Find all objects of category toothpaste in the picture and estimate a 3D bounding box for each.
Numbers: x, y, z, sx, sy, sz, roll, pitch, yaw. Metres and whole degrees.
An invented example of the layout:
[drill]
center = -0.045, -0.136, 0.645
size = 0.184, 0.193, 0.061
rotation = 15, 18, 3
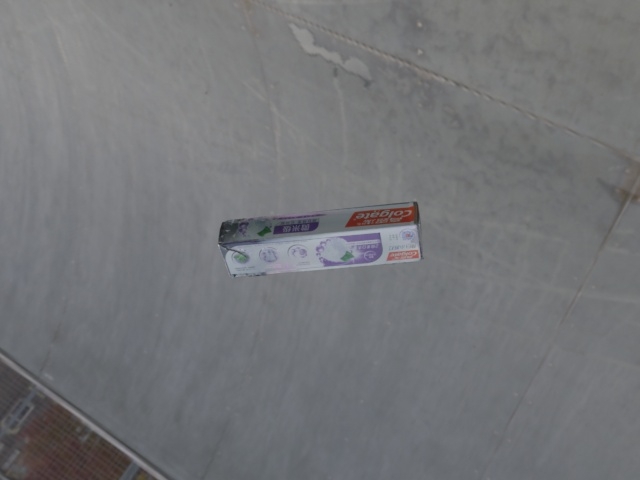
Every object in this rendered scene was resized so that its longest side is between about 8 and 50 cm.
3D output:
[toothpaste]
center = 0.000, 0.000, 0.668
size = 0.196, 0.040, 0.047
rotation = -6, 129, 11
